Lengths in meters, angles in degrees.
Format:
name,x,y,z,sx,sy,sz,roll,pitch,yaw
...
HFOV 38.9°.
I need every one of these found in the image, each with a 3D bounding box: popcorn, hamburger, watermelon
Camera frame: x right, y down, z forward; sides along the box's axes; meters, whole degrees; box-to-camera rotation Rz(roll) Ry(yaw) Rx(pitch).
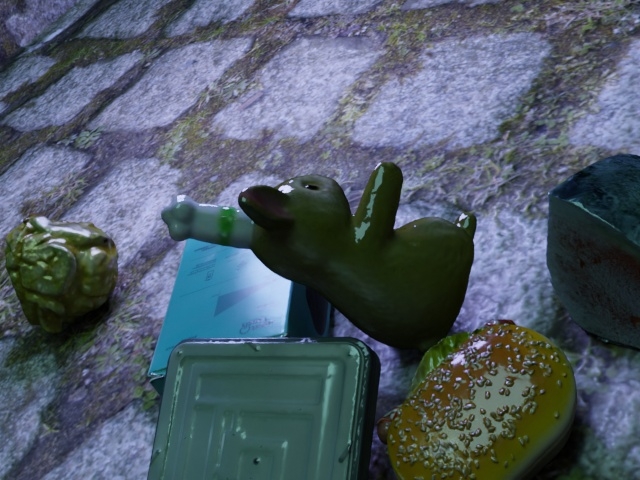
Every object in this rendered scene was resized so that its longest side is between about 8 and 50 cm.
name,x,y,z,sx,sy,sz,roll,pitch,yaw
popcorn,-0.423,0.041,1.489,0.185,0.167,0.187,-15,44,-37
hamburger,0.161,0.179,0.929,0.210,0.116,0.173,-40,36,-9
watermelon,0.325,0.037,0.938,0.213,0.289,0.320,-43,36,37

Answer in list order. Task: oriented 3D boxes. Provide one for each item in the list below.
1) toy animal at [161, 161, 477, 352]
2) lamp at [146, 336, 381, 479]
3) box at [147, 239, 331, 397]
name,x,y,z,sx,sy,sz,roll,pitch,yaw
toy animal,0.012,-0.011,1.081,0.181,0.362,0.180,-40,21,55
lamp,-0.071,0.238,0.988,0.269,0.047,0.267,-4,68,29
box,-0.095,0.086,1.236,0.205,0.118,0.311,-20,34,19
